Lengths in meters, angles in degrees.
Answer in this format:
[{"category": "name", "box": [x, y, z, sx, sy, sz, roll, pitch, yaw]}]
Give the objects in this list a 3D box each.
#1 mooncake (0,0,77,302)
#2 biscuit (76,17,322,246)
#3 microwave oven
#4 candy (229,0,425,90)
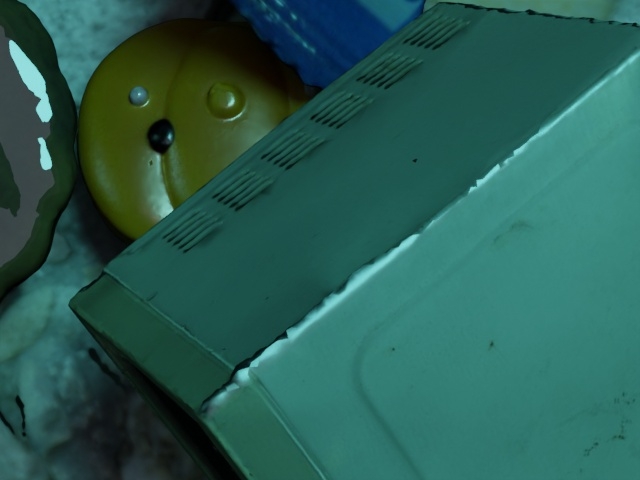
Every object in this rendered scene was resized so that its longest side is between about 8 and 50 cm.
[{"category": "mooncake", "box": [-0.241, -0.046, 0.868, 0.228, 0.124, 0.228, 0, 86, -6]}, {"category": "biscuit", "box": [-0.051, -0.048, 0.874, 0.170, 0.050, 0.170, -1, 71, 2]}, {"category": "microwave oven", "box": [0.094, 0.098, 0.795, 0.286, 0.218, 0.355, -41, 115, -13]}, {"category": "candy", "box": [0.020, -0.237, 0.898, 0.187, 0.077, 0.331, 35, 60, -28]}]
